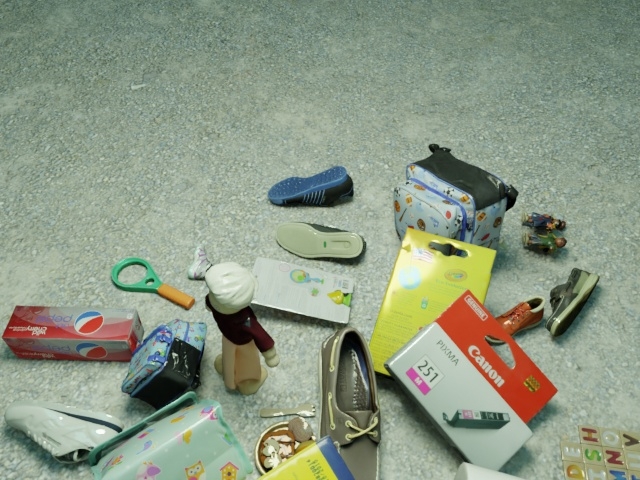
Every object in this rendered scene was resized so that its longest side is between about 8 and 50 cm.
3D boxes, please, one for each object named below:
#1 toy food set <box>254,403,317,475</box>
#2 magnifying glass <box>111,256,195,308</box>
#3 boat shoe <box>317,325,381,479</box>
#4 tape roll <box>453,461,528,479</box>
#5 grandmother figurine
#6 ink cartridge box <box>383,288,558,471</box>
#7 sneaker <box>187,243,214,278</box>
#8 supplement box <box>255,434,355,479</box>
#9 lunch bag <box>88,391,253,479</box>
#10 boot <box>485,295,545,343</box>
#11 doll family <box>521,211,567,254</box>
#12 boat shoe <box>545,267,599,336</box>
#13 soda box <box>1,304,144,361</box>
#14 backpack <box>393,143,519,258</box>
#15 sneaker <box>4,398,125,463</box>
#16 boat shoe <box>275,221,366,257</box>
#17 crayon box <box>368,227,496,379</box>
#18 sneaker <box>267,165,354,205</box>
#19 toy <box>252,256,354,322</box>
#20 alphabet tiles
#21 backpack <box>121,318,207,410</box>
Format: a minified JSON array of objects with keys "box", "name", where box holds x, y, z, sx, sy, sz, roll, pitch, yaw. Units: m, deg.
[{"box":[-0.060,0.395,1.091,0.132,0.038,0.192,-4,48,-4],"name":"toy food set"},{"box":[-0.397,0.104,1.365,0.231,0.026,0.092,24,52,19],"name":"magnifying glass"},{"box":[0.059,0.324,1.074,0.117,0.097,0.324,4,62,-17],"name":"boat shoe"},{"box":[0.234,0.486,0.849,0.100,0.286,0.286,12,49,9],"name":"tape roll"},{"box":[-0.158,0.169,1.092,0.208,0.342,0.104,26,52,22],"name":"grandmother figurine"},{"box":[0.298,0.264,1.095,0.239,0.060,0.275,-39,84,-13],"name":"ink cartridge box"},{"box":[-0.278,0.054,1.406,0.069,0.038,0.098,8,57,5],"name":"sneaker"},{"box":[-0.097,0.490,0.876,0.356,0.195,0.194,-25,68,-22],"name":"supplement box"},{"box":[-0.266,0.378,0.983,0.223,0.262,0.160,-28,93,-25],"name":"lunch bag"},{"box":[0.427,0.170,1.272,0.158,0.084,0.059,-21,53,-17],"name":"boot"},{"box":[0.572,-0.024,1.458,0.111,0.076,0.193,7,45,12],"name":"doll family"},{"box":[0.559,0.136,1.313,0.073,0.080,0.223,30,49,31],"name":"boat shoe"},{"box":[-0.522,0.199,1.231,0.263,0.092,0.083,1,49,0],"name":"soda box"},{"box":[0.302,-0.047,1.349,0.213,0.263,0.276,-28,41,-14],"name":"backpack"},{"box":[-0.497,0.365,1.090,0.235,0.090,0.095,7,57,8],"name":"sneaker"},{"box":[0.000,0.000,1.444,0.233,0.084,0.079,9,10,16],"name":"boat shoe"},{"box":[0.232,0.151,1.210,0.202,0.081,0.318,17,75,14],"name":"crayon box"},{"box":[-0.023,-0.126,1.549,0.232,0.090,0.081,-12,46,18],"name":"sneaker"},{"box":[-0.048,0.125,1.328,0.237,0.056,0.137,10,45,2],"name":"toy"},{"box":[0.552,0.459,1.059,0.198,0.009,0.237,6,48,6],"name":"alphabet tiles"},{"box":[-0.305,0.230,1.159,0.117,0.158,0.173,34,37,-23],"name":"backpack"}]
